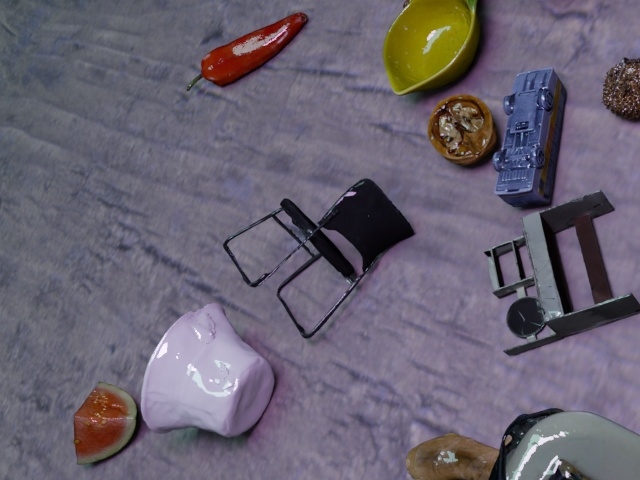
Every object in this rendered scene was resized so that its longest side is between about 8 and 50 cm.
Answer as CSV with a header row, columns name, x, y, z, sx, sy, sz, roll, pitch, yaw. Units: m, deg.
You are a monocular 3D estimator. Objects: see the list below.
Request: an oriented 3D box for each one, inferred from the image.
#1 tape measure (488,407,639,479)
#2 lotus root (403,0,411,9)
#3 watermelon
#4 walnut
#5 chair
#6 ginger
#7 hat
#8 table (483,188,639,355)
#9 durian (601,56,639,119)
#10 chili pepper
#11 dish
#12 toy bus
name,x,y,z,sx,sy,sz,roll,pitch,yaw
tape measure,0.252,0.292,0.939,0.207,0.115,0.235,26,83,17
lotus root,0.198,-0.378,1.444,0.150,0.062,0.073,-13,71,33
watermelon,-0.356,0.296,1.494,0.125,0.094,0.135,29,89,39
walnut,0.204,-0.148,1.315,0.091,0.052,0.121,-38,49,14
chair,0.000,0.000,1.342,0.221,0.140,0.145,-42,35,3
ginger,0.181,0.283,1.081,0.214,0.059,0.133,-4,59,36
hat,-0.146,0.203,1.339,0.126,0.203,0.203,23,81,25
table,0.280,0.040,1.139,0.175,0.062,0.146,-23,53,25
durian,0.391,-0.187,1.168,0.091,0.080,0.080,27,85,42
chili pepper,-0.140,-0.336,1.704,0.272,0.063,0.071,-24,65,24
dish,0.178,-0.293,1.397,0.149,0.080,0.208,31,91,42
toy bus,0.273,-0.133,1.232,0.064,0.075,0.190,-4,63,36
